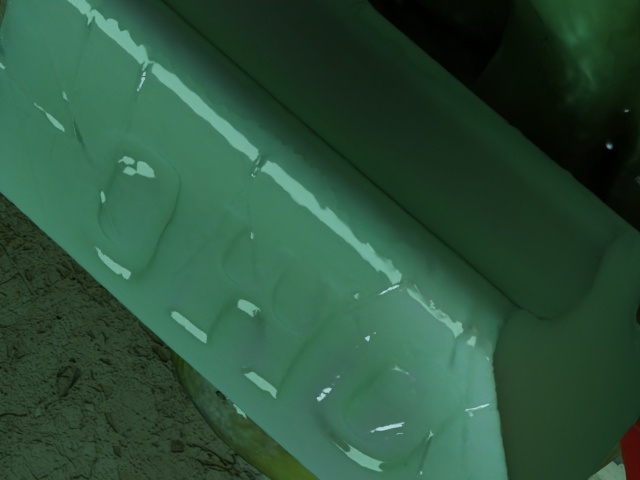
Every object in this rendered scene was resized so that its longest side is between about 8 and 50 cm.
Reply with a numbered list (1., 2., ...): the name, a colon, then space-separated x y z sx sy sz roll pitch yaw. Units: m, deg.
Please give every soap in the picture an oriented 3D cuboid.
1. soap: 0.000 0.000 0.666 0.289 0.095 0.173 41 146 5

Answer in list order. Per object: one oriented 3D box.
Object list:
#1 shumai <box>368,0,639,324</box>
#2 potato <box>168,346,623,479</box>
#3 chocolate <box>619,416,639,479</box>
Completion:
1. shumai: 0.114 -0.120 0.736 0.395 0.395 0.348 63 166 -1
2. potato: 0.031 0.076 1.422 0.442 0.319 0.385 39 151 60
3. chocolate: 0.337 0.241 0.971 0.360 0.161 0.341 45 158 48
